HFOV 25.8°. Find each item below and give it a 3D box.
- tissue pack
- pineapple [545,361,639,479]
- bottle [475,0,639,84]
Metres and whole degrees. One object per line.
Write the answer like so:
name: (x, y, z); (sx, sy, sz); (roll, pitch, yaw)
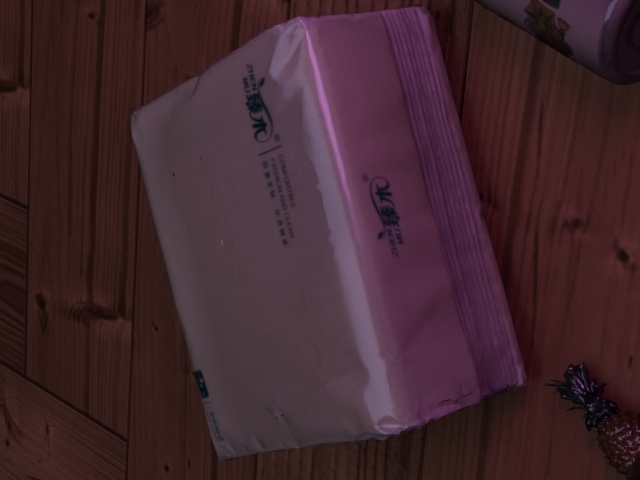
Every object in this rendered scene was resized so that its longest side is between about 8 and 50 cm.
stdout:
tissue pack: (0.000, 0.000, 1.329); (0.297, 0.207, 0.380); (-21, 82, 49)
pineapple: (0.251, 0.153, 1.216); (0.124, 0.058, 0.058); (52, 133, 46)
bottle: (0.182, -0.232, 1.150); (0.253, 0.120, 0.120); (40, 126, 37)
